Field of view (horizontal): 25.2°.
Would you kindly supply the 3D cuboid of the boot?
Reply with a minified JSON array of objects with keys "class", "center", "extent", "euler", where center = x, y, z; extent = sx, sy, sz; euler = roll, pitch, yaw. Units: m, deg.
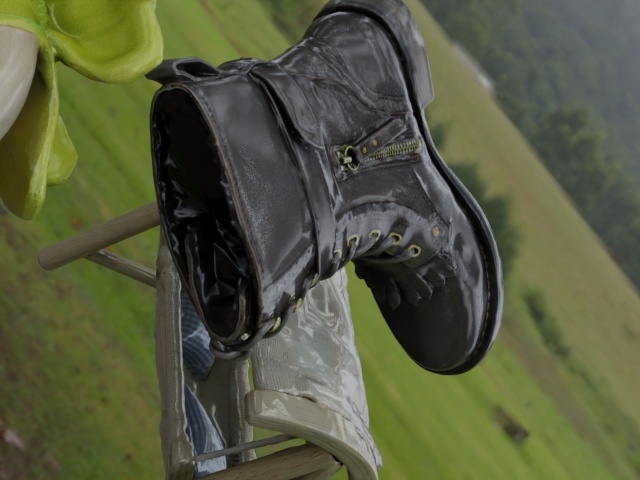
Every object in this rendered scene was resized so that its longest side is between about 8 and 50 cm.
[{"class":"boot","center":[0.000,0.000,0.762],"extent":[0.229,0.091,0.263],"euler":[-45,120,-54]}]

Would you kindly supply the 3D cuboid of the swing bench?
[{"class":"swing bench","center":[-0.065,0.078,0.996],"extent":[0.165,0.254,0.253],"euler":[25,45,-35]}]

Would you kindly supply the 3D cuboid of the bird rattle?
[{"class":"bird rattle","center":[-0.190,-0.106,0.558],"extent":[0.253,0.143,0.207],"euler":[31,36,-11]}]
